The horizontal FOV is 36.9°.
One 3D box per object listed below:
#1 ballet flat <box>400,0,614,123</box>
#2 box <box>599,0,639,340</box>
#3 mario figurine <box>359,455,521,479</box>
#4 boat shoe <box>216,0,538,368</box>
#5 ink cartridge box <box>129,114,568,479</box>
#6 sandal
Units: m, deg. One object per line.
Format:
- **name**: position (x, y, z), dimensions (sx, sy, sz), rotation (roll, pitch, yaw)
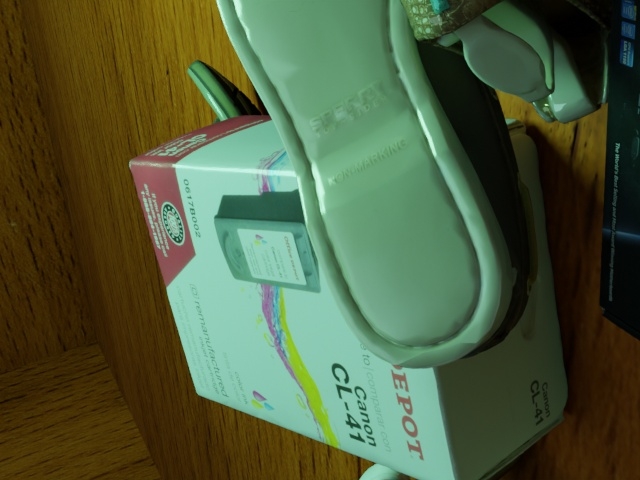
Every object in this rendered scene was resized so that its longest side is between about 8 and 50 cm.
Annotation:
- **ballet flat**: position (0.097, -0.088, 0.433), dimensions (0.073, 0.206, 0.067), rotation (-23, 69, 38)
- **box**: position (0.195, -0.022, 0.394), dimensions (0.147, 0.078, 0.180), rotation (41, 144, 53)
- **mario figurine**: position (0.120, 0.271, 0.839), dimensions (0.320, 0.170, 0.198), rotation (115, 170, -48)
- **boat shoe**: position (0.030, -0.095, 0.504), dimensions (0.117, 0.097, 0.324), rotation (-23, 79, 26)
- **ink cartridge box**: position (0.011, 0.028, 0.720), dimensions (0.306, 0.131, 0.226), rotation (9, 117, 50)
- **sandal**: position (-0.078, -0.052, 0.999), dimensions (0.302, 0.086, 0.120), rotation (67, -170, 7)
